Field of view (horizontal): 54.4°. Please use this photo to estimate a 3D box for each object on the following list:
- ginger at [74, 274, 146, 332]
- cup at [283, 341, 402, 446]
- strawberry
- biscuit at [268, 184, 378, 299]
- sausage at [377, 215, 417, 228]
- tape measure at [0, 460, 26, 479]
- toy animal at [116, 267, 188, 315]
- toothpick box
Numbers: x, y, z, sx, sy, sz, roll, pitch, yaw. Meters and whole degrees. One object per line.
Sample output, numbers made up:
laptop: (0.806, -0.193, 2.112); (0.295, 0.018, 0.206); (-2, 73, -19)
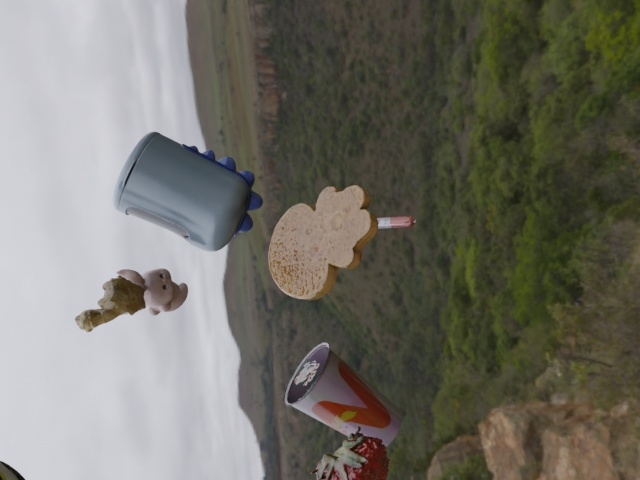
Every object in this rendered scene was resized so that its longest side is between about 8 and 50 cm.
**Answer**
ginger: (-0.476, 0.138, 1.409); (0.067, 0.165, 0.096); (-6, 106, 56)
cup: (0.072, 0.437, 1.686); (0.203, 0.288, 0.203); (-49, 13, 15)
strawberry: (0.092, 0.495, 1.303); (0.208, 0.167, 0.087); (44, -169, -36)
biscuit: (0.001, 0.000, 1.231); (0.289, 0.044, 0.202); (-38, 58, 32)
sausage: (0.140, -0.043, 1.546); (0.029, 0.223, 0.029); (4, -95, -53)
tape measure: (-0.865, 0.642, 1.564); (0.231, 0.133, 0.271); (40, -172, 27)
toy animal: (-0.425, 0.123, 1.601); (0.212, 0.124, 0.124); (58, -159, -71)
toothpick box: (-0.338, -0.125, 1.669); (0.263, 0.355, 0.263); (-62, 6, 11)
